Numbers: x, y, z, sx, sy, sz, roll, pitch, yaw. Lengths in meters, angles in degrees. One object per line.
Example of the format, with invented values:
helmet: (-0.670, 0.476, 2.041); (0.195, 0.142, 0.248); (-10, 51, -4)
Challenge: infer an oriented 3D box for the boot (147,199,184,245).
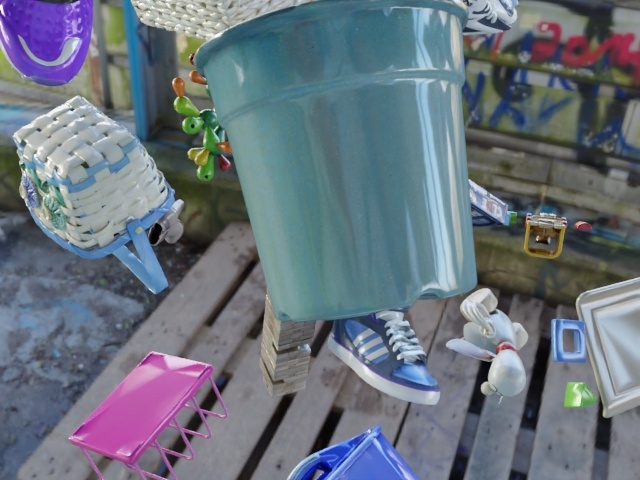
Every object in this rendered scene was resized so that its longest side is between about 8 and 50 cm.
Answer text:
boot: (-0.277, -0.018, 1.387); (0.042, 0.118, 0.087); (25, 41, 6)

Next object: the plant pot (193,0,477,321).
plant pot: (0.042, -0.084, 0.965); (0.341, 0.334, 0.341); (-10, 0, 0)

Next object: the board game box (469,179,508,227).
board game box: (0.211, -0.084, 1.452); (0.243, 0.042, 0.165); (26, -21, -39)

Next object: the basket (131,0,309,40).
basket: (-0.182, -0.559, 1.443); (0.328, 0.266, 0.331); (25, 55, 35)

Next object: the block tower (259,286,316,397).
block tower: (-0.076, 0.221, 1.783); (0.097, 0.335, 0.091); (-12, 48, -22)

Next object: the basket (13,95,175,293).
basket: (-0.360, -0.066, 1.267); (0.201, 0.289, 0.255); (-41, 51, -21)

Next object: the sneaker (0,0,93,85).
sneaker: (-0.274, -0.309, 0.783); (0.102, 0.293, 0.146); (2, -2, -23)

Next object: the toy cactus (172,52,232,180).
toy cactus: (-0.176, -0.219, 1.362); (0.112, 0.219, 0.180); (-1, 15, 23)

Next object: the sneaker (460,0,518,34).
sneaker: (0.268, -0.396, 1.276); (0.153, 0.235, 0.094); (-12, 82, -12)

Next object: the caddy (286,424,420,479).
caddy: (0.020, 0.472, 1.408); (0.179, 0.241, 0.341); (46, 41, 10)

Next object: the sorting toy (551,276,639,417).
sorting toy: (0.481, 0.165, 1.242); (0.348, 0.196, 0.047); (-10, -3, -31)

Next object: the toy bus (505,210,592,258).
toy bus: (0.563, -0.009, 1.971); (0.202, 0.104, 0.191); (2, 9, -29)

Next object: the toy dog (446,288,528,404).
toy dog: (0.345, 0.238, 1.675); (0.220, 0.161, 0.334); (54, 19, 9)

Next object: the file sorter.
file sorter: (-0.381, 0.435, 1.813); (0.202, 0.182, 0.290); (6, 39, 34)

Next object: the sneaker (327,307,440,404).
sneaker: (0.155, 0.180, 1.668); (0.130, 0.236, 0.323); (10, 13, -43)
